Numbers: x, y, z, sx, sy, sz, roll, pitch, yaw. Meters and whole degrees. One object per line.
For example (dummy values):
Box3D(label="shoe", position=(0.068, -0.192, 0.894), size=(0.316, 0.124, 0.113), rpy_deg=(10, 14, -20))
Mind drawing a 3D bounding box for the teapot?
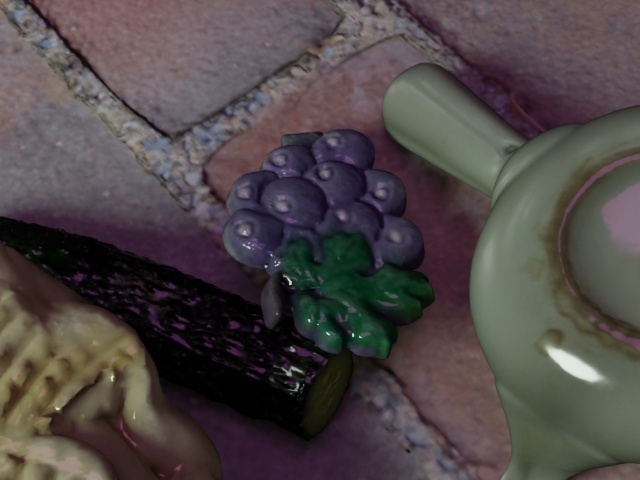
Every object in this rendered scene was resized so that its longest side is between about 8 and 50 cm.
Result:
Box3D(label="teapot", position=(0.170, -0.014, 0.761), size=(0.220, 0.149, 0.318), rpy_deg=(-17, 62, 3))

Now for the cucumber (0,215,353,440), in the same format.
Box3D(label="cucumber", position=(-0.122, 0.039, 0.796), size=(0.294, 0.067, 0.067), rpy_deg=(21, 63, 16))

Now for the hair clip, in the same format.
Box3D(label="hair clip", position=(0.000, 0.001, 0.796), size=(0.124, 0.052, 0.195), rpy_deg=(-6, 44, -12))

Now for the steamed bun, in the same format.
Box3D(label="steamed bun", position=(-0.182, 0.171, 0.651), size=(0.289, 0.203, 0.276), rpy_deg=(38, 59, 7))
